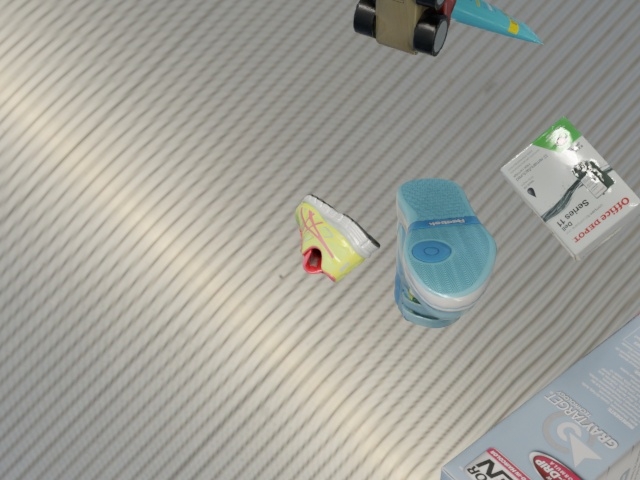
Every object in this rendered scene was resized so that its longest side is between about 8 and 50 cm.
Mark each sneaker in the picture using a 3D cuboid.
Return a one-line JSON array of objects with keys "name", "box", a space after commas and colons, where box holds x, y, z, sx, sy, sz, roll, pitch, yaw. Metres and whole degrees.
[{"name": "sneaker", "box": [0.000, 0.000, 1.432, 0.081, 0.208, 0.094, 40, 87, -23]}, {"name": "sneaker", "box": [0.169, 0.066, 1.414, 0.127, 0.319, 0.208, -1, 118, 2]}]

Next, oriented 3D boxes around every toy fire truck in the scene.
[{"name": "toy fire truck", "box": [0.129, -0.402, 1.347, 0.158, 0.217, 0.246, 21, 56, 19]}]

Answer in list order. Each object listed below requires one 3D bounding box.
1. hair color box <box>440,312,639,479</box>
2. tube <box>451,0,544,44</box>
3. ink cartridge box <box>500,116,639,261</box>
[{"name": "hair color box", "box": [0.294, 0.228, 1.109, 0.374, 0.185, 0.113, -31, 52, -27]}, {"name": "tube", "box": [0.246, -0.347, 1.570, 0.207, 0.052, 0.080, 13, 36, -26]}, {"name": "ink cartridge box", "box": [0.444, -0.089, 1.805, 0.153, 0.087, 0.208, -41, 72, 8]}]
